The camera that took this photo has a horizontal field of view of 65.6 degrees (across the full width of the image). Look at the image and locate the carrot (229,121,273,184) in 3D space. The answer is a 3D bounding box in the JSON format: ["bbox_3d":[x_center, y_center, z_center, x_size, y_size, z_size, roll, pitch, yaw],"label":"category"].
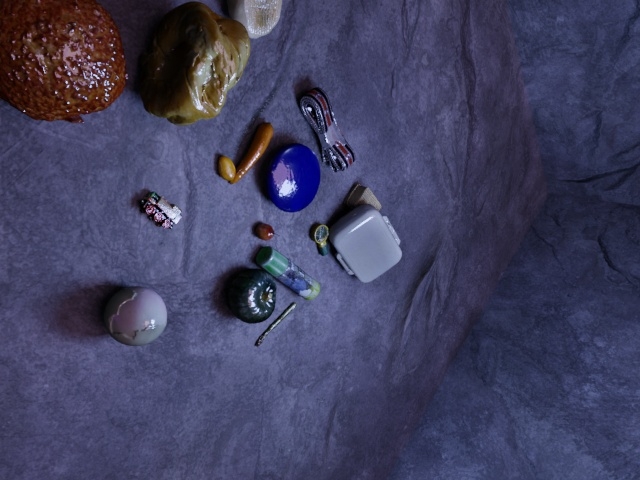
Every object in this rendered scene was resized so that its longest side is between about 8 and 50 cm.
[{"bbox_3d":[-0.239,-0.312,1.774,0.062,0.066,0.271,97,18,-77],"label":"carrot"}]

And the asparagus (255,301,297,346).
[{"bbox_3d":[-0.184,0.346,2.062,0.248,0.025,0.024,-45,172,-27],"label":"asparagus"}]

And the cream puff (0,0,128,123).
[{"bbox_3d":[-0.636,-0.459,1.222,0.351,0.229,0.350,-17,116,-40],"label":"cream puff"}]

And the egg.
[{"bbox_3d":[-0.557,0.233,1.513,0.183,0.217,0.182,-13,110,-39],"label":"egg"}]

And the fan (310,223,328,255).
[{"bbox_3d":[0.000,0.000,2.131,0.082,0.039,0.155,-37,127,-33],"label":"fan"}]

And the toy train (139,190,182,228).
[{"bbox_3d":[-0.510,-0.098,1.582,0.138,0.050,0.087,49,62,-40],"label":"toy train"}]

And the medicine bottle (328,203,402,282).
[{"bbox_3d":[0.203,0.017,2.229,0.282,0.123,0.375,-36,133,0],"label":"medicine bottle"}]

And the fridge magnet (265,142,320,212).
[{"bbox_3d":[-0.105,-0.239,1.900,0.266,0.113,0.265,-15,112,-41],"label":"fridge magnet"}]

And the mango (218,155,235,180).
[{"bbox_3d":[-0.326,-0.252,1.722,0.060,0.046,0.089,-35,120,-33],"label":"mango"}]

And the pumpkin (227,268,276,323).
[{"bbox_3d":[-0.248,0.208,1.862,0.212,0.152,0.211,-21,119,-45],"label":"pumpkin"}]

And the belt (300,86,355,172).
[{"bbox_3d":[0.030,-0.433,1.972,0.094,0.126,0.359,-48,130,-26],"label":"belt"}]

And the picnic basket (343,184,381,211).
[{"bbox_3d":[0.191,-0.163,2.245,0.115,0.080,0.164,-58,134,-16],"label":"picnic basket"}]

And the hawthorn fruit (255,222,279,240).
[{"bbox_3d":[-0.195,-0.031,1.882,0.067,0.103,0.066,4,90,-65],"label":"hawthorn fruit"}]

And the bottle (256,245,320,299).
[{"bbox_3d":[-0.127,0.134,2.005,0.330,0.093,0.093,42,72,-43],"label":"bottle"}]

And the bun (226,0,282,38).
[{"bbox_3d":[-0.222,-0.765,1.621,0.179,0.128,0.193,-17,125,-41],"label":"bun"}]

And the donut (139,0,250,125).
[{"bbox_3d":[-0.359,-0.492,1.394,0.170,0.361,0.360,15,91,-49],"label":"donut"}]
